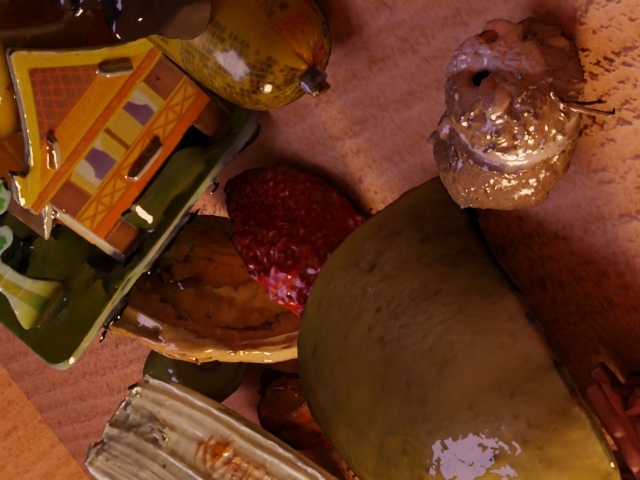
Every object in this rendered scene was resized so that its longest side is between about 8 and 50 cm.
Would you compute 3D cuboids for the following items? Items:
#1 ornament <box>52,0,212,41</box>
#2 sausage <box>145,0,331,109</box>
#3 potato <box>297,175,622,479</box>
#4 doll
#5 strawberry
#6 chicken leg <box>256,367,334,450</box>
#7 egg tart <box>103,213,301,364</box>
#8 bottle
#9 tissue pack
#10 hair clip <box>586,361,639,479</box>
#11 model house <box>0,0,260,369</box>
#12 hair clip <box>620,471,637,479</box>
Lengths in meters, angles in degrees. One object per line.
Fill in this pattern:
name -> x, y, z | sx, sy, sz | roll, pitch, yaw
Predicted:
ornament -> -0.180, -0.308, 1.458 | 0.260, 0.106, 0.251 | 32, 115, 42
sausage -> -0.116, -0.224, 1.541 | 0.347, 0.123, 0.123 | 39, 156, 26
potato -> 0.117, 0.165, 1.475 | 0.330, 0.213, 0.280 | 60, -179, -22
doll -> 0.131, -0.078, 1.307 | 0.115, 0.105, 0.221 | 41, 155, 7
strawberry -> -0.003, 0.000, 1.725 | 0.236, 0.107, 0.175 | 48, -163, 13
chicken leg -> 0.011, 0.179, 1.979 | 0.113, 0.093, 0.304 | 27, 160, -16
egg tart -> -0.114, 0.034, 1.849 | 0.291, 0.291, 0.107 | 29, 117, 45
bottle -> -0.174, 0.175, 2.318 | 0.112, 0.112, 0.260 | 51, 159, 1
tissue pack -> -0.097, 0.313, 2.148 | 0.287, 0.162, 0.388 | 29, 169, 13
hair clip -> 0.253, 0.151, 1.438 | 0.123, 0.102, 0.138 | 59, 158, -9
model house -> -0.295, -0.096, 1.682 | 0.242, 0.357, 0.313 | 37, 178, 38
hair clip -> 0.316, 0.270, 1.572 | 0.110, 0.095, 0.359 | 23, 178, -22
